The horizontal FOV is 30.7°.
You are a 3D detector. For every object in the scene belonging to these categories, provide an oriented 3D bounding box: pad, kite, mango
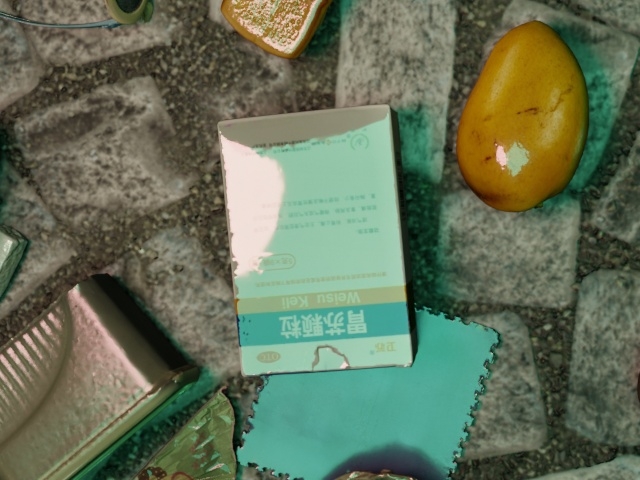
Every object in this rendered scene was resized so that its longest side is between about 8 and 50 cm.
[{"bbox_3d":[0.055,0.192,1.426,0.269,0.012,0.269,20,98,5],"label":"pad"},{"bbox_3d":[-0.146,0.338,1.462,0.268,0.013,0.323,-4,99,10],"label":"kite"},{"bbox_3d":[0.232,-0.140,1.322,0.145,0.112,0.219,11,92,9],"label":"mango"}]

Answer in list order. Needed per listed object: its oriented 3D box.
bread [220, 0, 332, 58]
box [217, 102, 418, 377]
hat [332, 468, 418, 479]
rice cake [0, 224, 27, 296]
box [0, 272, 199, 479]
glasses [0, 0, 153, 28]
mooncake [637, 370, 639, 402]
[{"bbox_3d":[-0.024,-0.315,1.354,0.116,0.077,0.200,33,100,1],"label":"bread"},{"bbox_3d":[0.000,0.000,1.357,0.200,0.106,0.299,-5,90,8],"label":"box"},{"bbox_3d":[0.080,0.400,1.408,0.214,0.149,0.244,8,139,23],"label":"hat"},{"bbox_3d":[-0.444,0.092,1.462,0.045,0.042,0.245,35,98,14],"label":"rice cake"},{"bbox_3d":[-0.304,0.183,1.417,0.274,0.138,0.178,-39,84,6],"label":"box"},{"bbox_3d":[-0.319,-0.339,1.382,0.221,0.088,0.189,-6,95,8],"label":"glasses"},{"bbox_3d":[0.495,0.157,1.309,0.275,0.135,0.275,0,94,4],"label":"mooncake"}]
